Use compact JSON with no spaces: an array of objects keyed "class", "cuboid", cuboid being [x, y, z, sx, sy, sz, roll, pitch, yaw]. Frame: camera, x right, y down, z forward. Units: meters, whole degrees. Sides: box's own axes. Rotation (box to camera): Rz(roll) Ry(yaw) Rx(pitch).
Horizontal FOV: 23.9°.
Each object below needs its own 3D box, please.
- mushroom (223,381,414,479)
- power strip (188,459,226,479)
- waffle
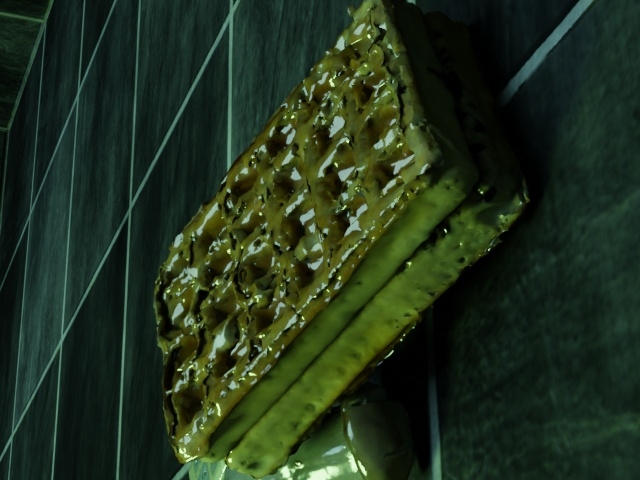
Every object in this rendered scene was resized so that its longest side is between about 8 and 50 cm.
[{"class":"mushroom","cuboid":[0.000,0.168,1.111,0.225,0.093,0.116,-51,61,42]},{"class":"power strip","cuboid":[-0.073,0.156,1.408,0.092,0.034,0.268,-104,29,-51]},{"class":"waffle","cuboid":[-0.001,0.000,1.042,0.308,0.091,0.213,-50,31,29]}]
